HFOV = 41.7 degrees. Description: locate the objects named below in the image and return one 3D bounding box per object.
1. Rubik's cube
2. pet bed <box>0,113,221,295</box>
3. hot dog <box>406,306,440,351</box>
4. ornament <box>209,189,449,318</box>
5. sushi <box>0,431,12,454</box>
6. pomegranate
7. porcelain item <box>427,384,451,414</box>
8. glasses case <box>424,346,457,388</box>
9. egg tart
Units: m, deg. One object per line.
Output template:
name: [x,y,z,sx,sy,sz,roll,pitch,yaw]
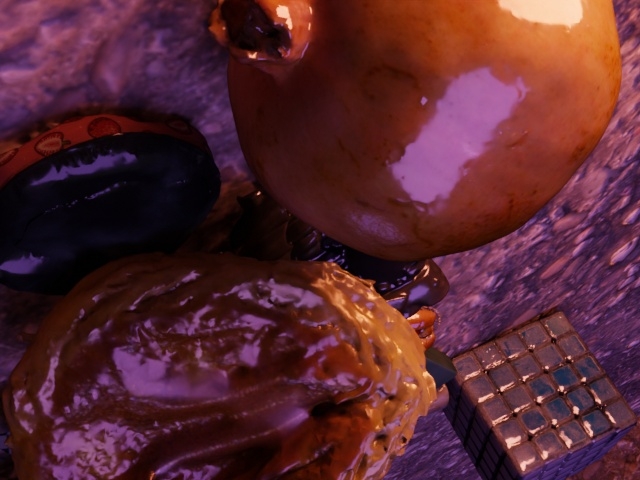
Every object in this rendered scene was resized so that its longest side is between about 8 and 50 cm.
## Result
Rubik's cube: [0.372,0.304,1.495,0.237,0.237,0.238,-22,150,-11]
pet bed: [-0.177,-0.024,0.664,0.201,0.053,0.201,-23,150,-14]
hot dog: [0.078,0.145,1.163,0.191,0.059,0.108,-22,146,-9]
ornament: [0.000,0.000,0.828,0.251,0.106,0.260,-27,144,2]
sushi: [-0.182,0.202,0.997,0.339,0.068,0.320,-8,157,-5]
pomegranate: [0.050,-0.113,0.544,0.270,0.229,0.252,13,130,-44]
porcelain item: [0.117,0.297,1.443,0.213,0.054,0.084,-17,148,-19]
glasses case: [0.154,0.204,1.340,0.078,0.039,0.184,-37,151,12]
egg tart: [-0.105,0.145,0.756,0.340,0.153,0.351,25,105,-13]
